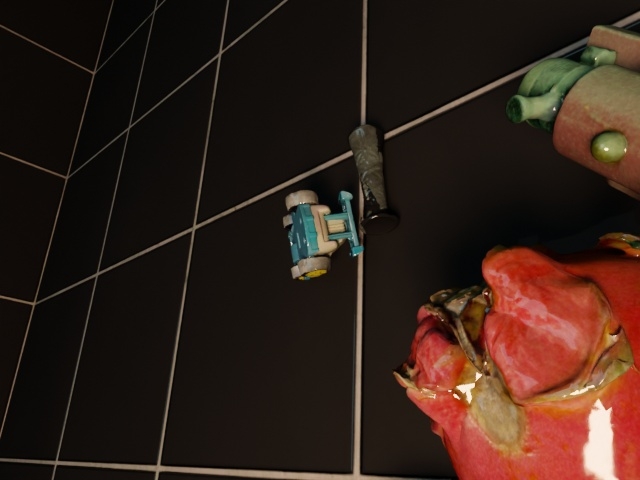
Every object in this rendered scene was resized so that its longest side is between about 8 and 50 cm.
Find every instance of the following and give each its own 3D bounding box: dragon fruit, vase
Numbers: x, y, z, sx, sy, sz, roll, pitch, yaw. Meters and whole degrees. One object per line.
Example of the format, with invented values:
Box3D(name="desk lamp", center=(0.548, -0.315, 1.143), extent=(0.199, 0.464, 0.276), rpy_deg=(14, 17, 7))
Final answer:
Box3D(name="dragon fruit", center=(0.204, 0.132, 0.436), extent=(0.306, 0.226, 0.305), rpy_deg=(-24, 53, 38))
Box3D(name="vase", center=(0.077, -0.090, 0.813), extent=(0.059, 0.059, 0.166), rpy_deg=(-30, 52, 36))

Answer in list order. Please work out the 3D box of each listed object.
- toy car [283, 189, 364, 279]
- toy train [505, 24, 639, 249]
Box3D(name="toy car", center=(0.000, 0.000, 0.844), extent=(0.161, 0.098, 0.126), rpy_deg=(112, 149, -72))
Box3D(name="toy train", center=(0.293, -0.083, 0.427), extent=(0.304, 0.222, 0.150), rpy_deg=(49, 142, 49))
